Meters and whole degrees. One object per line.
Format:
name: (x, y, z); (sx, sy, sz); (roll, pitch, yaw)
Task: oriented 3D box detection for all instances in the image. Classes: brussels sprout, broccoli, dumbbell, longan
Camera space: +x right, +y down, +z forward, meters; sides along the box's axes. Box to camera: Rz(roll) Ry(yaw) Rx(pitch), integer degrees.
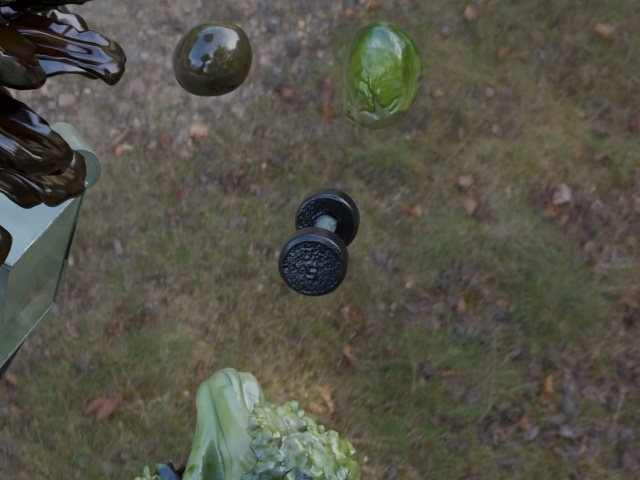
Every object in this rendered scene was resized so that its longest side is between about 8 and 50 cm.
brussels sprout: (0.089, -0.240, 1.576); (0.118, 0.155, 0.155); (-11, 68, -12)
broccoli: (-0.105, 0.308, 1.395); (0.293, 0.347, 0.280); (-8, 57, -9)
dumbbell: (0.000, 0.000, 1.607); (0.100, 0.100, 0.191); (24, 25, -2)
longan: (-0.143, -0.232, 1.429); (0.106, 0.119, 0.106); (9, 60, -16)

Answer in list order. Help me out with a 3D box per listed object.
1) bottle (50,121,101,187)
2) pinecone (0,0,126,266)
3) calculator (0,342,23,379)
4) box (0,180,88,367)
bottle: (-0.414, -0.141, 1.808); (0.072, 0.201, 0.072); (-7, 110, -20)
pinecone: (-0.315, -0.130, 0.726); (0.398, 0.397, 0.397); (5, 64, -11)
calculator: (-0.505, 0.201, 1.486); (0.161, 0.261, 0.021); (-4, 49, -52)
box: (-0.321, 0.026, 1.103); (0.086, 0.225, 0.129); (31, 49, 2)
